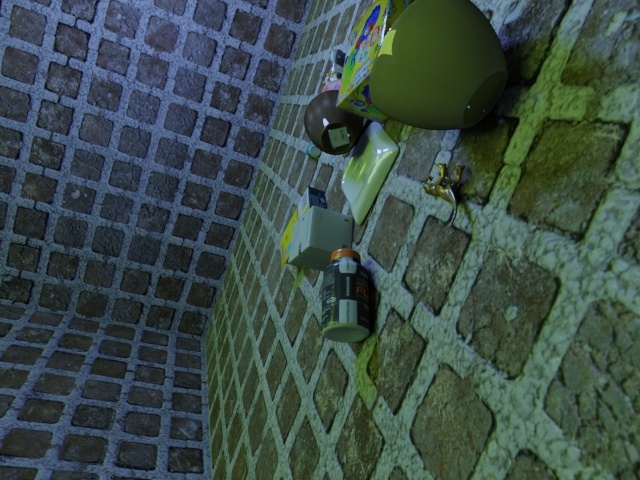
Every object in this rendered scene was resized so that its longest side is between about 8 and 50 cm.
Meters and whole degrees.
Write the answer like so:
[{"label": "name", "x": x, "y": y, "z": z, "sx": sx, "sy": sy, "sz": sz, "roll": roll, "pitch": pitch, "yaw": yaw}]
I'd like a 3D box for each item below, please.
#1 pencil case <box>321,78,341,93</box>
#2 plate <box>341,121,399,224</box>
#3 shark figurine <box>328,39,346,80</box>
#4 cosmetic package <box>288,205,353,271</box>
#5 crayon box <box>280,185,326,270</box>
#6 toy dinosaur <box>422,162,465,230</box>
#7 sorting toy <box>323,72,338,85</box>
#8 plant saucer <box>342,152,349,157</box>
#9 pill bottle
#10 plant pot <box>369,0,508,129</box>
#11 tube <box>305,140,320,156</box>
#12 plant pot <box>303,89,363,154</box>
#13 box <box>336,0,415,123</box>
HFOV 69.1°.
[{"label": "pencil case", "x": 0.094, "y": -0.571, "z": 1.809, "sx": 0.284, "sy": 0.124, "sz": 0.124, "roll": -146, "pitch": 73, "yaw": -69}, {"label": "plate", "x": 0.141, "y": -0.229, "z": 1.513, "sx": 0.278, "sy": 0.045, "sz": 0.277, "roll": -106, "pitch": 37, "yaw": -57}, {"label": "shark figurine", "x": 0.093, "y": -0.771, "z": 1.973, "sx": 0.278, "sy": 0.116, "sz": 0.166, "roll": -78, "pitch": -15, "yaw": -67}, {"label": "cosmetic package", "x": 0.000, "y": 0.000, "z": 1.559, "sx": 0.184, "sy": 0.152, "sz": 0.151, "roll": 139, "pitch": 141, "yaw": -58}, {"label": "crayon box", "x": -0.074, "y": -0.037, "z": 1.904, "sx": 0.202, "sy": 0.081, "sz": 0.318, "roll": -95, "pitch": 29, "yaw": -46}, {"label": "toy dinosaur", "x": 0.283, "y": -0.109, "z": 1.025, "sx": 0.211, "sy": 0.064, "sz": 0.112, "roll": -100, "pitch": 12, "yaw": -69}, {"label": "sorting toy", "x": 0.054, "y": -0.737, "z": 2.169, "sx": 0.075, "sy": 0.045, "sz": 0.083, "roll": 58, "pitch": 132, "yaw": 40}, {"label": "plant saucer", "x": 0.098, "y": -0.357, "z": 1.773, "sx": 0.083, "sy": 0.015, "sz": 0.083, "roll": -165, "pitch": 90, "yaw": -70}, {"label": "pill bottle", "x": 0.069, "y": 0.146, "z": 1.287, "sx": 0.130, "sy": 0.131, "sz": 0.245, "roll": 130, "pitch": 149, "yaw": -50}, {"label": "plant pot", "x": 0.270, "y": -0.342, "z": 0.970, "sx": 0.191, "sy": 0.284, "sz": 0.284, "roll": 46, "pitch": 126, "yaw": 27}, {"label": "tube", "x": -0.041, "y": -0.428, "z": 2.177, "sx": 0.080, "sy": 0.052, "sz": 0.207, "roll": -60, "pitch": 16, "yaw": 9}, {"label": "plant pot", "x": 0.052, "y": -0.377, "z": 1.568, "sx": 0.230, "sy": 0.216, "sz": 0.215, "roll": -94, "pitch": 26, "yaw": -62}, {"label": "box", "x": 0.203, "y": -0.549, "z": 1.389, "sx": 0.290, "sy": 0.177, "sz": 0.279, "roll": 159, "pitch": 124, "yaw": -67}]
